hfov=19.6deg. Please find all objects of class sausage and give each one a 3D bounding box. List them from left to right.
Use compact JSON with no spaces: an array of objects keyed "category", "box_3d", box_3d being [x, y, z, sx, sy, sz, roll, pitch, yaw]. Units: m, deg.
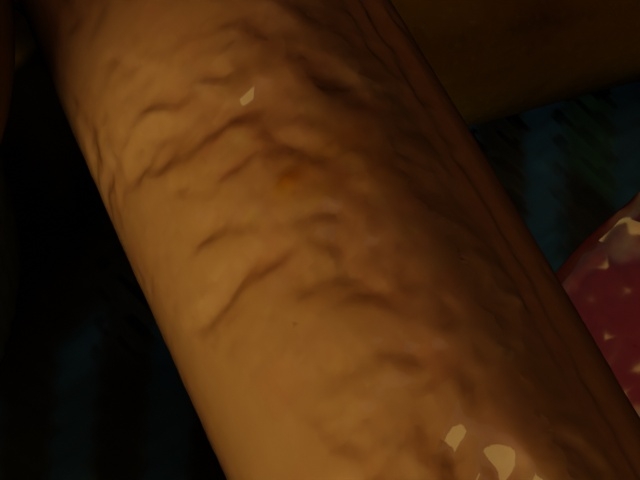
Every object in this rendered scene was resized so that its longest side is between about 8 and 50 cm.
[{"category":"sausage","box_3d":[0.000,-0.001,0.424,0.086,0.086,0.289,-23,55,-9]}]

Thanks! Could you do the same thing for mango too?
[{"category":"mango","box_3d":[0.040,-0.097,0.585,0.228,0.099,0.136,0,66,-9]}]

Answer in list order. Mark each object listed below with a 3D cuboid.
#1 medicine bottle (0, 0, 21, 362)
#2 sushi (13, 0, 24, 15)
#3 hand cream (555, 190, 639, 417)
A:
[{"category":"medicine bottle","box_3d":[-0.181,-0.054,0.409,0.224,0.384,0.224,0,70,-1]},{"category":"sushi","box_3d":[-0.097,-0.099,0.608,0.050,0.047,0.099,-45,76,3]},{"category":"hand cream","box_3d":[0.142,0.094,0.491,0.230,0.149,0.230,0,71,1]}]
